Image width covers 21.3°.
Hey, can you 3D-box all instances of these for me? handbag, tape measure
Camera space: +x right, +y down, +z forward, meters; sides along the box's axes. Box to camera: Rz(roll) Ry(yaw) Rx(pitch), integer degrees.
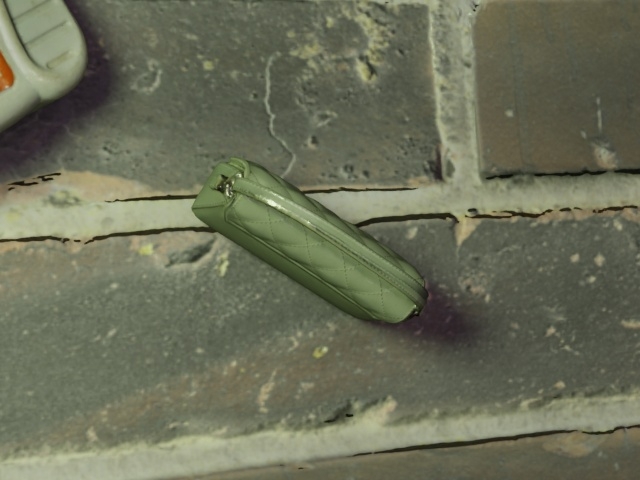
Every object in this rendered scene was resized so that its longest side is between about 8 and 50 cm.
[{"bbox_3d":[0.000,0.000,1.718,0.256,0.219,0.079,32,81,-17],"label":"handbag"},{"bbox_3d":[-0.363,-0.219,1.619,0.265,0.130,0.258,-38,105,-41],"label":"tape measure"}]
